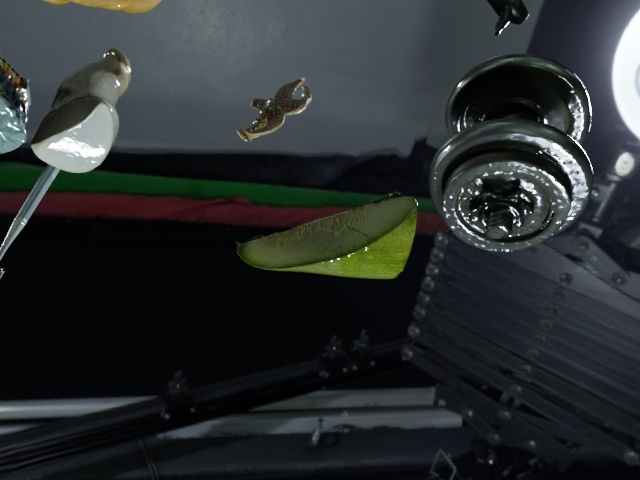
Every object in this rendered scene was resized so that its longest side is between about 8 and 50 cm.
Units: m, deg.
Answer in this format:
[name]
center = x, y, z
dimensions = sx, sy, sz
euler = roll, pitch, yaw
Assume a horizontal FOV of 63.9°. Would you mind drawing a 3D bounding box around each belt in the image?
[belt]
center = -0.725, -0.292, 1.044
dimensions = 0.207, 0.257, 0.150
euler = -24, -132, 9

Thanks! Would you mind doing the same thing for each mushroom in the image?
[mushroom]
center = -0.480, -0.288, 1.082
dimensions = 0.126, 0.177, 0.397
euler = 47, -168, -37

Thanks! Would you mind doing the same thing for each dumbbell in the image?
[dumbbell]
center = 0.245, -0.115, 0.662
dimensions = 0.192, 0.192, 0.290
euler = 16, -128, 11

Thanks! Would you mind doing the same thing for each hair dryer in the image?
[hair dryer]
center = 0.212, -0.278, 0.618
dimensions = 0.079, 0.031, 0.083
euler = 33, -127, -8

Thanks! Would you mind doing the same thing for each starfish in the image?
[starfish]
center = -0.096, -0.297, 1.160
dimensions = 0.150, 0.053, 0.209
euler = 19, -116, 28

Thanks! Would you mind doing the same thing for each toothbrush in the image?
[toothbrush]
center = -0.571, -0.056, 1.000
dimensions = 0.030, 0.025, 0.342
euler = 1, -125, 11

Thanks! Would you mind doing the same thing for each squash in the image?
[squash]
center = 0.000, 0.000, 0.767
dimensions = 0.252, 0.169, 0.093
euler = 6, -131, -9

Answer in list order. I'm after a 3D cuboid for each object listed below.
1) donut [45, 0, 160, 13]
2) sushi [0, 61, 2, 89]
[donut]
center = -0.363, -0.472, 0.770
dimensions = 0.317, 0.150, 0.299
euler = 9, -128, -13
[sushi]
center = -0.533, -0.179, 0.690
dimensions = 0.179, 0.166, 0.296
euler = 2, -137, -31
